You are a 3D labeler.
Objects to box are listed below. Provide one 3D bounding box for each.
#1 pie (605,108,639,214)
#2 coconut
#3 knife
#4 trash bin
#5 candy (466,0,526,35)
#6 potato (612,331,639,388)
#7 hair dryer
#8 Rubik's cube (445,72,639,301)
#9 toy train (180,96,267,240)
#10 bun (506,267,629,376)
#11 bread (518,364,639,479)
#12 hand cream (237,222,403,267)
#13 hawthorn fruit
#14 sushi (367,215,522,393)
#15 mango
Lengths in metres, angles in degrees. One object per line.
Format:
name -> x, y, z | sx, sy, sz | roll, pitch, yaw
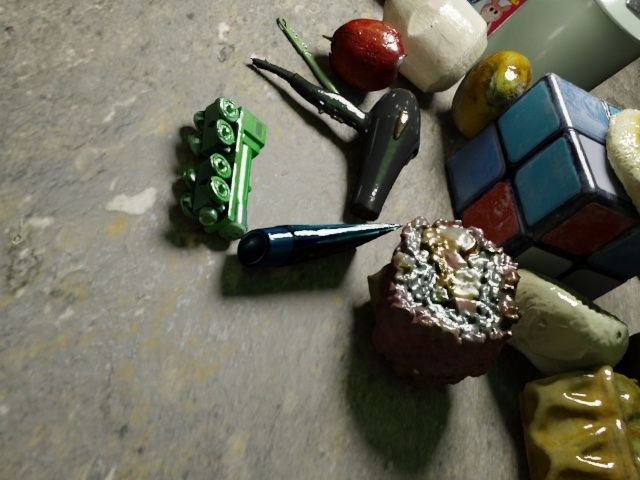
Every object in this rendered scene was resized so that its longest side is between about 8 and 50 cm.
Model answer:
pie -> 0.633, -0.106, 1.578 | 0.337, 0.075, 0.338 | 24, 47, -29
coconut -> 0.232, -0.444, 1.860 | 0.234, 0.224, 0.224 | 43, 40, -4
knife -> -0.021, -0.360, 1.712 | 0.207, 0.014, 0.030 | 54, 41, 6
trash bin -> 0.570, -0.465, 2.012 | 0.280, 0.432, 0.281 | 25, 46, -28
candy -> 0.411, -0.613, 2.080 | 0.157, 0.306, 0.100 | 27, 44, -26
potato -> 0.636, 0.283, 1.642 | 0.176, 0.196, 0.369 | 17, 6, 12
hair dryer -> 0.012, -0.217, 1.597 | 0.359, 0.120, 0.304 | 29, 57, -8
Rubik's cube -> 0.477, -0.085, 1.719 | 0.313, 0.316, 0.319 | 19, 47, -32
toy train -> -0.147, -0.113, 1.356 | 0.119, 0.085, 0.251 | 36, 42, -39
bun -> 0.419, 0.159, 1.569 | 0.259, 0.160, 0.259 | 26, 10, -5
bread -> 0.456, 0.353, 1.450 | 0.238, 0.196, 0.252 | 19, 44, -35
hand cream -> 0.000, 0.000, 1.377 | 0.270, 0.120, 0.061 | -8, 77, -41
hawthorn fruit -> 0.081, -0.371, 1.722 | 0.171, 0.148, 0.148 | 11, 51, -17
sushi -> 0.188, 0.098, 1.415 | 0.236, 0.171, 0.270 | 12, 47, -1
mango -> 0.361, -0.305, 1.827 | 0.146, 0.193, 0.316 | 28, -2, 5
